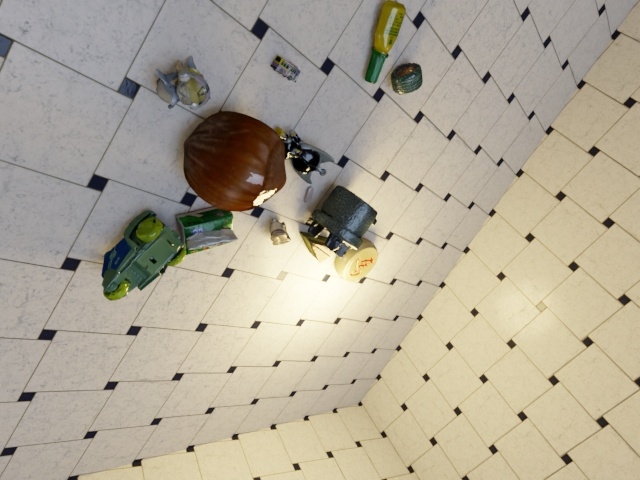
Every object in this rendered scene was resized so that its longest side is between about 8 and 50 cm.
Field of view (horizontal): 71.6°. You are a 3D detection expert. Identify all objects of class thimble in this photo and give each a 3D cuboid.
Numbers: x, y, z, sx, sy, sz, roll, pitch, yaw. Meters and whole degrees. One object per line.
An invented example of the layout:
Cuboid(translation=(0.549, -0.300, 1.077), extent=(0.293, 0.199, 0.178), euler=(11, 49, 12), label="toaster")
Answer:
Cuboid(translation=(0.373, -0.702, 1.919), extent=(0.135, 0.119, 0.090), euler=(-24, 135, -1), label="thimble")

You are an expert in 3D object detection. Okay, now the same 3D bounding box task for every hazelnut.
Cuboid(translation=(-0.298, -0.274, 1.568), extent=(0.371, 0.315, 0.373), euler=(-3, 102, -15), label="hazelnut")

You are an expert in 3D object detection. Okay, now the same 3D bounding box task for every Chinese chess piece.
Cuboid(translation=(0.203, 0.109, 2.510), extent=(0.273, 0.102, 0.274), euler=(-25, 137, -25), label="Chinese chess piece")

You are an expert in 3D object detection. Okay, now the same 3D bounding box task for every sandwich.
Cuboid(translation=(0.000, 0.000, 2.218), extent=(0.144, 0.117, 0.187), euler=(-38, 140, -12), label="sandwich")

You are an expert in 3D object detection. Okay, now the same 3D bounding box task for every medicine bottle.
Cuboid(translation=(0.249, -0.783, 1.765), extent=(0.111, 0.076, 0.309), euler=(-6, 127, -36), label="medicine bottle")

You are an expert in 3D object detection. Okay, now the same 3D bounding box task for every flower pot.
Cuboid(translation=(0.100, -0.082, 2.125), extent=(0.283, 0.299, 0.299), euler=(-55, 142, 0), label="flower pot")

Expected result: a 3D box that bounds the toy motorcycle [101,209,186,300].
Cuboid(translation=(-0.676, 0.059, 1.613), extent=(0.326, 0.199, 0.191), euler=(-46, 143, -16), label="toy motorcycle")

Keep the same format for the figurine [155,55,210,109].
Cuboid(translation=(-0.418, -0.481, 1.369), extent=(0.129, 0.183, 0.209), euler=(82, 19, -47), label="figurine")

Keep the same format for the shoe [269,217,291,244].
Cuboid(translation=(-0.193, -0.038, 2.034), extent=(0.088, 0.093, 0.180), euler=(-16, 165, 4), label="shoe")

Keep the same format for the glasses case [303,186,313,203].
Cuboid(translation=(-0.055, -0.209, 2.053), extent=(0.032, 0.021, 0.083), euler=(-9, 130, -40), label="glasses case")

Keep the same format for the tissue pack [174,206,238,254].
Cuboid(translation=(-0.446, -0.032, 1.754), extent=(0.208, 0.156, 0.148), euler=(-16, 131, -30), label="tissue pack")

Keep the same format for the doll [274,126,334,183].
Cuboid(translation=(-0.086, -0.349, 1.835), extent=(0.316, 0.103, 0.146), euler=(29, 92, -43), label="doll")

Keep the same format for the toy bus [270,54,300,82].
Cuboid(translation=(-0.123, -0.619, 1.599), extent=(0.102, 0.052, 0.058), euler=(17, 113, -46), label="toy bus")
